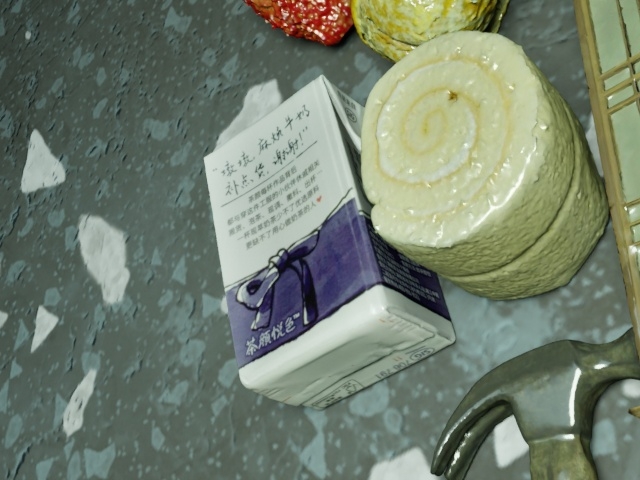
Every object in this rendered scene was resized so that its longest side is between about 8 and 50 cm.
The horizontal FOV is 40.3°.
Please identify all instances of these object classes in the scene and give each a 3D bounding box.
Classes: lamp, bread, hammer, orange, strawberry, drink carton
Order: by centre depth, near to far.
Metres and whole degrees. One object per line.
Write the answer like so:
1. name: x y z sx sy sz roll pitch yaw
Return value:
1. hammer: 0.156 0.262 0.457 0.168 0.044 0.440 -25 53 30
2. lamp: 0.218 -0.056 0.518 0.090 0.089 0.326 -30 53 47
3. bread: 0.111 -0.045 0.581 0.133 0.141 0.148 -10 67 33
4. orange: 0.090 -0.202 0.664 0.134 0.157 0.157 0 67 0
5. drink carton: -0.001 0.000 0.682 0.134 0.101 0.222 -33 54 27
6. strawberry: -0.013 -0.254 0.801 0.148 0.131 0.131 41 102 1
